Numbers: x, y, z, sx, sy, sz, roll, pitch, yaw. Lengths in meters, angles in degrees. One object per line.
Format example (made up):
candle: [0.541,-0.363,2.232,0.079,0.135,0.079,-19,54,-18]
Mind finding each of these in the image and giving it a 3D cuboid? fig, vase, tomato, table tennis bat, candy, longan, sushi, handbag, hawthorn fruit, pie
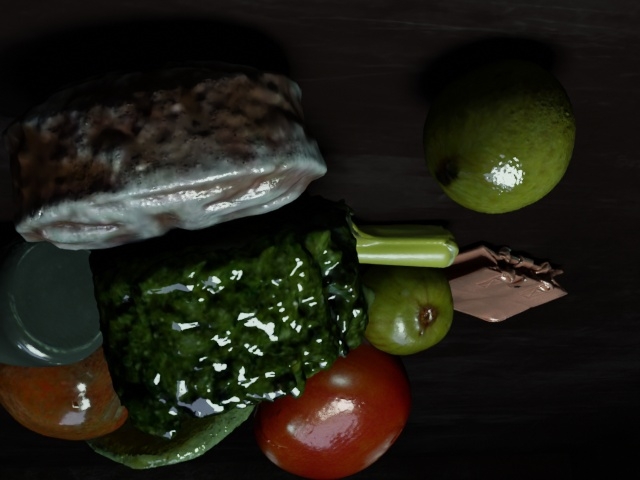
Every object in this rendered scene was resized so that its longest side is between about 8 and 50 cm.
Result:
fig: [0.107,0.091,1.573,0.148,0.142,0.186,-21,-175,-11]
vase: [-0.428,0.097,1.460,0.173,0.173,0.321,14,159,-42]
tomato: [0.030,0.261,1.816,0.226,0.298,0.298,31,156,-1]
table tennis bat: [0.000,0.000,1.439,0.369,0.054,0.224,3,158,-8]
candy: [-0.145,-0.082,1.010,0.290,0.157,0.214,-12,178,2]
longan: [0.179,-0.107,1.064,0.145,0.176,0.155,54,154,-19]
sushi: [-0.096,0.050,1.173,0.294,0.178,0.352,-12,-165,-9]
handbag: [0.257,0.065,1.658,0.157,0.059,0.213,-21,154,40]
hawthorn fruit: [-0.417,0.202,1.708,0.262,0.210,0.210,6,165,21]
pie: [-0.245,0.263,1.797,0.323,0.323,0.070,-9,125,13]
